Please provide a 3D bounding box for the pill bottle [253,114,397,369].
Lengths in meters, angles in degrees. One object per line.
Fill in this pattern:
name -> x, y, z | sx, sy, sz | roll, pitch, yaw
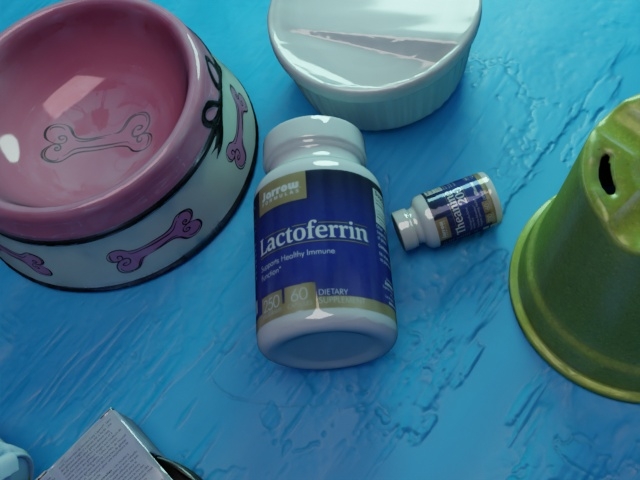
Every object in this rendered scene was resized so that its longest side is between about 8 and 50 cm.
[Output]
pill bottle -> 0.000, 0.000, 0.861 | 0.153, 0.153, 0.265 | -8, 63, 7

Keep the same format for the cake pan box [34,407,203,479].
cake pan box -> -0.224, 0.347, 0.782 | 0.246, 0.070, 0.267 | 39, 77, 22

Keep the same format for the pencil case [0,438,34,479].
pencil case -> -0.455, 0.227, 0.855 | 0.273, 0.113, 0.124 | 26, 93, 20

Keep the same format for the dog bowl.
dog bowl -> -0.295, -0.146, 0.988 | 0.408, 0.150, 0.408 | -4, 64, 9

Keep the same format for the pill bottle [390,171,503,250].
pill bottle -> 0.148, -0.031, 0.895 | 0.120, 0.067, 0.067 | -21, 62, 0

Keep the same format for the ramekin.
ramekin -> 0.073, -0.267, 0.990 | 0.273, 0.127, 0.273 | -4, 63, 8

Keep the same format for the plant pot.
plant pot -> 0.334, -0.006, 0.743 | 0.276, 0.254, 0.276 | -4, 64, 8
